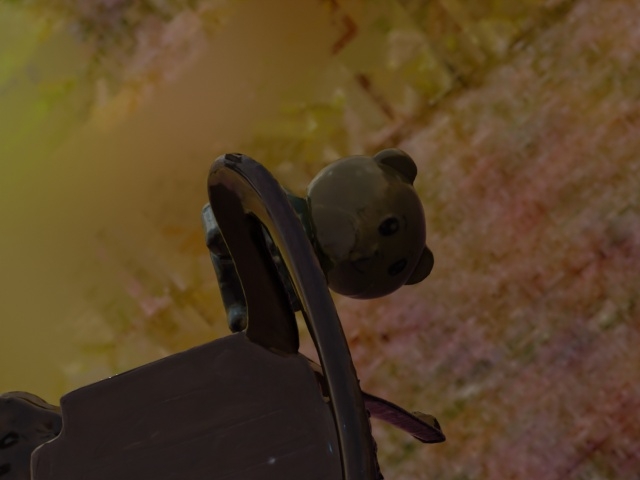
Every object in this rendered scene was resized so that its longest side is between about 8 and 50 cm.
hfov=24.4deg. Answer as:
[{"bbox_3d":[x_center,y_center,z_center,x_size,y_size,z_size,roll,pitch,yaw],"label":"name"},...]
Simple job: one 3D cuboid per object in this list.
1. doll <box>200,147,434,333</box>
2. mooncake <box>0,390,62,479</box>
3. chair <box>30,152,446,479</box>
[{"bbox_3d":[0.000,0.000,1.745,0.260,0.177,0.161,-15,22,-2],"label":"doll"},{"bbox_3d":[-0.225,0.210,0.983,0.228,0.228,0.124,-50,-18,-33],"label":"mooncake"},{"bbox_3d":[-0.041,0.113,0.623,0.183,0.176,0.326,-21,-26,6],"label":"chair"}]
